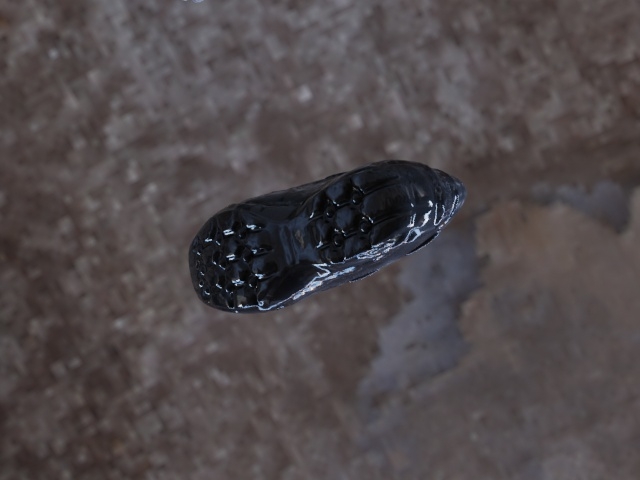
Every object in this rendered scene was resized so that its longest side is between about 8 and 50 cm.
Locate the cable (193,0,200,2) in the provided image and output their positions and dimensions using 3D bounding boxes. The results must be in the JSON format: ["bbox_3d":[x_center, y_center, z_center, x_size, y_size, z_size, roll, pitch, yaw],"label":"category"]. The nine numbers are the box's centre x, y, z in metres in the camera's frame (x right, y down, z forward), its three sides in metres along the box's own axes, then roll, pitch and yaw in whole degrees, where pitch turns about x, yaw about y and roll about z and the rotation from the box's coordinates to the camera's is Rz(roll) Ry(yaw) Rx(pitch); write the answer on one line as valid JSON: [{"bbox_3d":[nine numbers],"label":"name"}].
[{"bbox_3d":[-0.074,-0.278,1.244,0.257,0.089,0.257,143,-39,-73],"label":"cable"}]

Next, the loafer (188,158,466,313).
[{"bbox_3d":[0.000,0.000,1.246,0.078,0.076,0.223,-6,171,-42],"label":"loafer"}]
